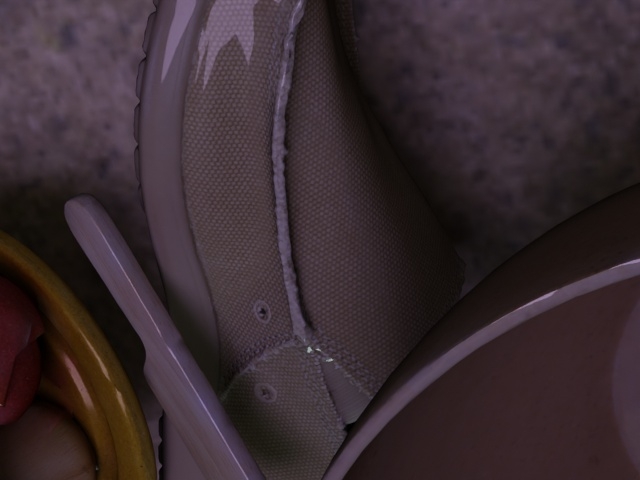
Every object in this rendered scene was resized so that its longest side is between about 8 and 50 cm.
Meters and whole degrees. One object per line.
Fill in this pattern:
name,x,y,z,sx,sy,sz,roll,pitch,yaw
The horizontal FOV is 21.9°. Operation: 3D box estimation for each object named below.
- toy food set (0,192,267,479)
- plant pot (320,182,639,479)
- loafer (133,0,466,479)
toy food set,-0.124,0.063,0.540,0.218,0.071,0.128,-14,105,50
plant pot,0.145,0.088,0.467,0.284,0.191,0.284,6,115,12
loafer,0.000,0.000,0.521,0.092,0.102,0.268,8,126,9
